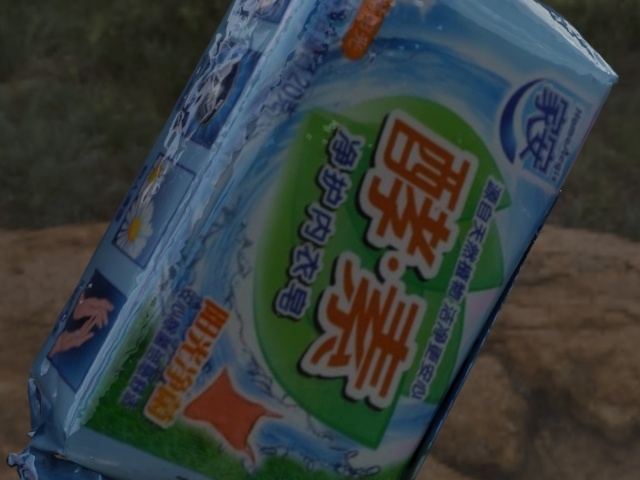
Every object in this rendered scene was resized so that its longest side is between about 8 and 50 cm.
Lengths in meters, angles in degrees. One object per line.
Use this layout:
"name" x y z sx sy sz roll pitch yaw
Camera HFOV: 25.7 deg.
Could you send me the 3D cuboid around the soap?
"soap" 0.000 0.000 0.569 0.156 0.293 0.077 26 2 -28
